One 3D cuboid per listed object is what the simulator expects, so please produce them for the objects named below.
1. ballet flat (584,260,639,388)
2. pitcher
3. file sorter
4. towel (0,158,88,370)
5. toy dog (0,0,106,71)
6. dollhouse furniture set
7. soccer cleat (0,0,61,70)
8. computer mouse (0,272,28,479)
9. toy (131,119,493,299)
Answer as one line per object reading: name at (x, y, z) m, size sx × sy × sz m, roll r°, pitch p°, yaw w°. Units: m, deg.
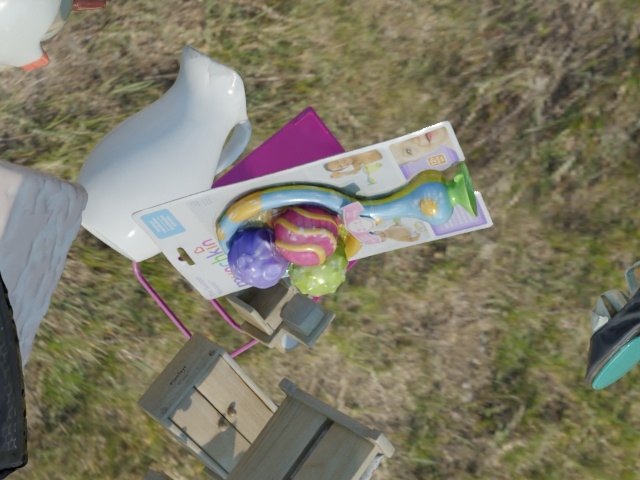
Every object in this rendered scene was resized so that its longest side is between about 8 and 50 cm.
ballet flat at (0.303, 0.063, 1.146) m, size 0.074 × 0.203 × 0.074 m, roll 14°, pitch 49°, yaw -17°
pitcher at (-0.153, -0.075, 1.263) m, size 0.125 × 0.178 × 0.207 m, roll 31°, pitch 79°, yaw 25°
file sorter at (-0.082, -0.002, 1.658) m, size 0.202 × 0.182 × 0.290 m, roll 52°, pitch 49°, yaw -6°
towel at (-0.285, 0.092, 0.842) m, size 0.053 × 0.317 × 0.332 m, roll 21°, pitch 90°, yaw 8°
toy dog at (-0.352, -0.368, 1.416) m, size 0.161 × 0.220 × 0.334 m, roll -21°, pitch 114°, yaw -38°
dollhouse furniture set at (-0.002, 0.232, 1.278) m, size 0.303 × 0.355 × 0.174 m, roll -52°, pitch 139°, yaw -15°
soccer cleat at (-0.185, -0.087, 0.444) m, size 0.076 × 0.196 × 0.068 m, roll 43°, pitch 46°, yaw -56°
computer mouse at (-0.180, 0.029, 0.450) m, size 0.188 × 0.072 × 0.272 m, roll 4°, pitch 128°, yaw 10°
toy at (0.000, 0.000, 0.882) m, size 0.237 × 0.056 × 0.137 m, roll -18°, pitch 144°, yaw 12°
